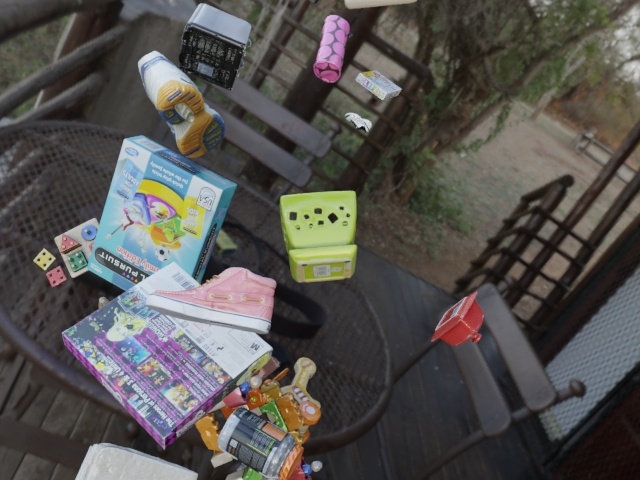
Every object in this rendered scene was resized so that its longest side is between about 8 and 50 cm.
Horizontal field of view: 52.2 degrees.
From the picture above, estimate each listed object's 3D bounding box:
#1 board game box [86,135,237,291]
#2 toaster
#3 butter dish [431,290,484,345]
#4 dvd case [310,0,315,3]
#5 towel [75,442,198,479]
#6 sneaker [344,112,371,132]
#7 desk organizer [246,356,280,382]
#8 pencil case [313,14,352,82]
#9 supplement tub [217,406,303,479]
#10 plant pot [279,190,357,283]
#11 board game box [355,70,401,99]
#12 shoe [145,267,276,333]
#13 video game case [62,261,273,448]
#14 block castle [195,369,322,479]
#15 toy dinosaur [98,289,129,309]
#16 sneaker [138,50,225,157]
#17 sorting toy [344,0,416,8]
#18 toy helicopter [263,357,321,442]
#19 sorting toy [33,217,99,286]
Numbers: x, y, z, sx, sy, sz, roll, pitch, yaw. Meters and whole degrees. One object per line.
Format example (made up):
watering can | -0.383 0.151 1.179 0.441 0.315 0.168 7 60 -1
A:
board game box | -0.364 -0.028 1.475 0.253 0.336 0.079 27 21 10
toaster | -0.285 -0.506 1.717 0.185 0.168 0.110 20 51 -9
butter dish | 0.436 0.260 1.973 0.118 0.160 0.160 43 42 3
dvd case | -0.062 -0.482 1.108 0.179 0.029 0.239 42 9 -13
towel | -0.441 0.593 1.521 0.282 0.187 0.049 32 -18 -29
sneaker | 0.107 -0.341 1.896 0.083 0.037 0.032 23 -23 2
desk organizer | -0.206 0.451 2.269 0.050 0.130 0.047 51 3 -4
pencil case | 0.034 -0.549 1.886 0.095 0.098 0.209 19 55 -9
supplement tub | -0.144 0.500 1.592 0.190 0.117 0.117 26 20 15
plant pot | 0.000 0.000 1.939 0.227 0.228 0.207 -5 66 -2
board game box | 0.178 -0.472 1.978 0.103 0.026 0.154 38 27 8
shoe | -0.152 0.076 0.927 0.177 0.081 0.063 12 -17 -6
video game case | -0.225 0.158 0.972 0.232 0.042 0.210 37 51 22
block castle | -0.162 0.545 1.803 0.303 0.212 0.454 -79 145 -81
toy dinosaur | -0.280 0.132 1.149 0.211 0.064 0.112 12 41 -10
sneaker | -0.283 -0.280 1.345 0.131 0.111 0.296 55 -9 17
sorting toy | 0.120 -0.628 1.451 0.192 0.208 0.038 -13 0 -22
toy helicopter | -0.104 0.539 2.345 0.234 0.140 0.355 26 31 -1
sorting toy | -0.693 0.022 1.878 0.132 0.274 0.046 62 -4 11
